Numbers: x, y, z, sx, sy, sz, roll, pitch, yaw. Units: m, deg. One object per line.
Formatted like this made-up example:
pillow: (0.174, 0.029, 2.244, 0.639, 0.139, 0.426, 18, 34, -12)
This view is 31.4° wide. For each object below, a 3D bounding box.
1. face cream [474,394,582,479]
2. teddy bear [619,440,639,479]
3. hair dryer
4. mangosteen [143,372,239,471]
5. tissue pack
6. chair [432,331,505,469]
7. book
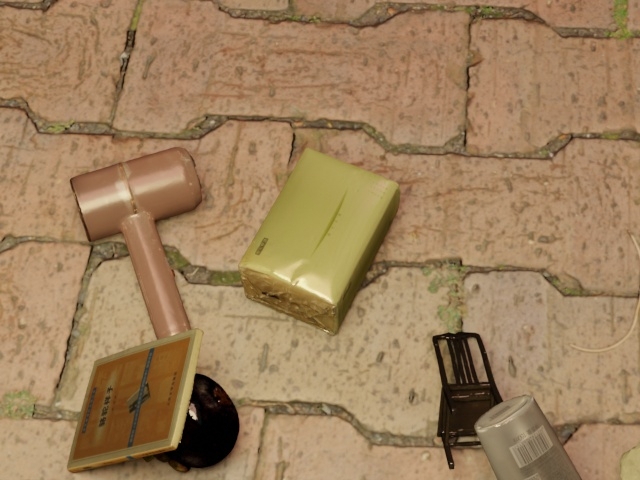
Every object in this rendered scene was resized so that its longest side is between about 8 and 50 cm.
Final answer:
face cream: (0.296, 0.337, 1.470, 0.107, 0.073, 0.269, -30, 96, -11)
teddy bear: (0.673, 0.315, 1.528, 0.362, 0.375, 0.327, 23, 31, -37)
hair dryer: (-0.240, 0.033, 1.710, 0.189, 0.107, 0.344, -17, 71, -12)
mangosteen: (-0.188, 0.255, 1.561, 0.151, 0.137, 0.137, -36, 63, 12)
tissue pack: (0.000, 0.000, 1.696, 0.159, 0.125, 0.234, 23, 64, 12)
chair: (0.205, 0.221, 1.610, 0.084, 0.101, 0.212, -2, 23, -2)
book: (-0.253, 0.218, 1.540, 0.018, 0.242, 0.170, 32, 54, -34)
